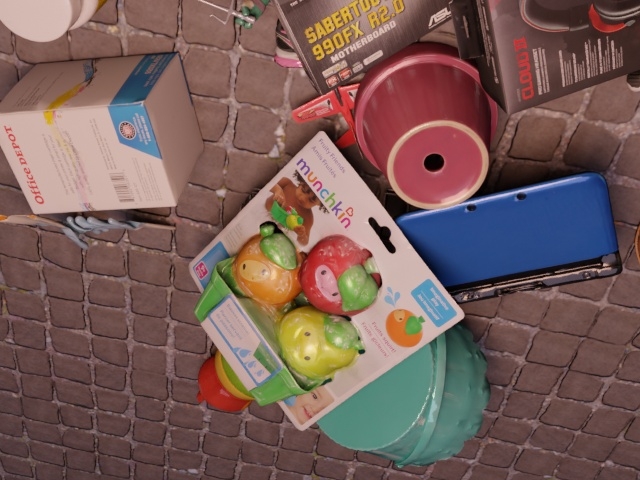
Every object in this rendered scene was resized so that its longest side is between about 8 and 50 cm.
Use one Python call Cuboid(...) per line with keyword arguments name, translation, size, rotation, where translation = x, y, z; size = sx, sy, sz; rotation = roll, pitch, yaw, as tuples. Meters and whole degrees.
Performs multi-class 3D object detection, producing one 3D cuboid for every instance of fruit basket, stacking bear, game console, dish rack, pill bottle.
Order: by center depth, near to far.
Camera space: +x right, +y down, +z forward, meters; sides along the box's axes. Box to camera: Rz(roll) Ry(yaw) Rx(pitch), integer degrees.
Cuboid(name="pill bottle", translation=(-0.318, -0.335, 0.943), size=(0.119, 0.208, 0.119), rotation=(5, 129, 6))
Cuboid(name="fruit basket", translation=(-0.020, 0.075, 1.106), size=(0.353, 0.165, 0.327), rotation=(-42, 81, 37))
Cuboid(name="game console", translation=(0.276, -0.013, 1.121), size=(0.293, 0.250, 0.173), rotation=(-12, 101, 18))
Cuboid(name="dish rack", translation=(0.000, 0.000, 1.249), size=(0.272, 0.074, 0.208), rotation=(10, 128, 4))
Cuboid(name="stacking bear", translation=(-0.123, 0.230, 1.403), size=(0.164, 0.175, 0.289), rotation=(45, 131, -10))

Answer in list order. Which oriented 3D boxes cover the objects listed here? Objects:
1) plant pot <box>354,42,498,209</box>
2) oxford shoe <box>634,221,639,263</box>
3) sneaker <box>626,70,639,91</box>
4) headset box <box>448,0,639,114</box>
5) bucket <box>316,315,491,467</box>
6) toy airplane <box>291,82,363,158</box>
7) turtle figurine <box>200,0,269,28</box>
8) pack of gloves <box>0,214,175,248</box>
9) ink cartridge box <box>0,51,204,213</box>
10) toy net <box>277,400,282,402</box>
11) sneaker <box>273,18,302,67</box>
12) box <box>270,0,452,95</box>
Cuboid(name="plant pot", translation=(0.148, -0.142, 1.022), size=(0.201, 0.180, 0.201), rotation=(0, 125, 0))
Cuboid(name="oxford shoe", translation=(0.526, -0.002, 1.155), size=(0.076, 0.076, 0.212), rotation=(-7, 128, 13))
Cuboid(name="sneaker", translation=(0.508, -0.226, 0.975), size=(0.211, 0.080, 0.081), rotation=(-15, 121, 22))
Cuboid(name="headset box", translation=(0.295, -0.295, 0.889), size=(0.293, 0.110, 0.218), rotation=(-18, 125, 2))
Cuboid(name="bucket", translation=(0.122, 0.227, 1.244), size=(0.281, 0.281, 0.183), rotation=(-28, 151, 27))
Cuboid(name="toy airplane", translation=(0.040, -0.189, 1.116), size=(0.151, 0.028, 0.151), rotation=(0, 126, 0))
Cuboid(name="turtle figurine", translation=(-0.052, -0.361, 0.939), size=(0.234, 0.118, 0.175), rotation=(1, 146, -11))
Cuboid(name="pack of gloves", translation=(-0.374, -0.010, 1.221), size=(0.195, 0.232, 0.046), rotation=(2, 88, 16))
Cuboid(name="ink cartridge box", translation=(-0.318, -0.158, 1.110), size=(0.233, 0.168, 0.171), rotation=(-2, 128, 11))
Cuboid(name="toy net", translation=(-0.102, 0.296, 1.516), size=(0.232, 0.045, 0.122), rotation=(-6, 127, 15))
Cuboid(name="sneaker", translation=(0.020, -0.280, 1.024), size=(0.178, 0.072, 0.077), rotation=(-3, 117, 5))
Cuboid(name="box", translation=(0.058, -0.310, 0.917), size=(0.231, 0.056, 0.183), rotation=(-31, 136, -1))
